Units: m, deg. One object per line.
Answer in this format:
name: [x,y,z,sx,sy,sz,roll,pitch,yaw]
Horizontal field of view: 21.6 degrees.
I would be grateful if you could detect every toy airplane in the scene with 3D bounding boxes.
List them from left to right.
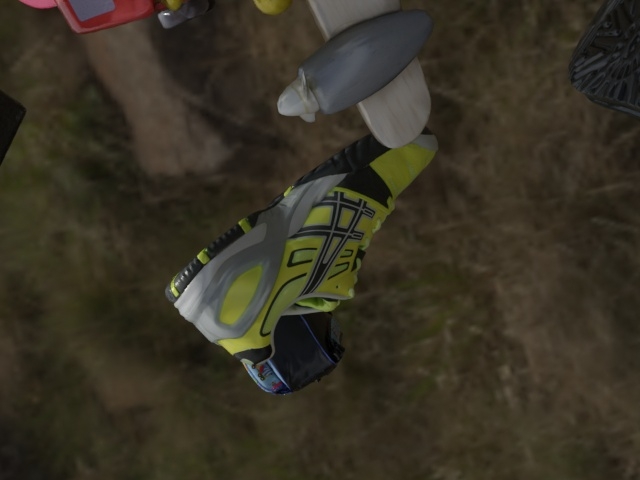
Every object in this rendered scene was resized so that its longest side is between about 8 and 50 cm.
toy airplane: [-0.030,-0.306,1.511,0.272,0.386,0.384,-71,3,-72]

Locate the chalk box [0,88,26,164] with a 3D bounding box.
chalk box: [-0.432,-0.116,1.508,0.179,0.289,0.180,22,82,22]

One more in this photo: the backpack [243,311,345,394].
backpack: [-0.043,0.114,2.146,0.158,0.117,0.173,55,-173,3]

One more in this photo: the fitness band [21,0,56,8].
fitness band: [-0.386,-0.394,2.129,0.209,0.054,0.291,52,159,-20]

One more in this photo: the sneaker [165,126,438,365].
sneaker: [0.000,0.000,1.947,0.147,0.384,0.145,52,158,0]

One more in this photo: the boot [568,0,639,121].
boot: [0.387,-0.110,1.553,0.131,0.260,0.348,-54,20,12]
